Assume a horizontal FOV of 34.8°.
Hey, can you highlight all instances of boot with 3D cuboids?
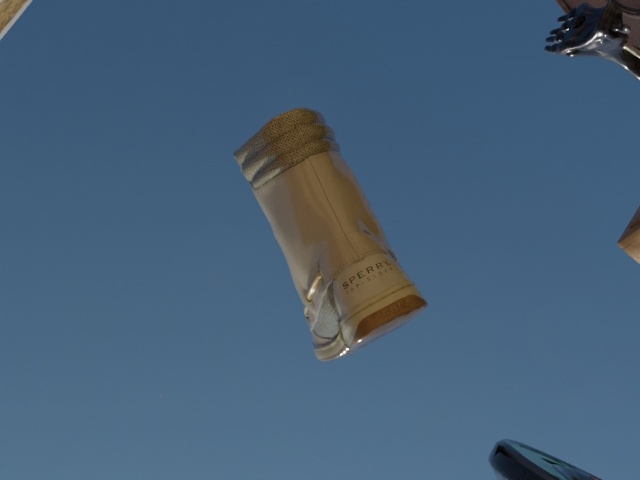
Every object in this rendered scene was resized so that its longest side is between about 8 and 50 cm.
[{"bbox_3d":[0.000,0.000,0.912,0.095,0.262,0.203,-28,-96,-8],"label":"boot"}]

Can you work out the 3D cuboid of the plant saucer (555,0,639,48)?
[{"bbox_3d":[0.332,-0.283,1.077,0.050,0.310,0.310,-43,-90,-13],"label":"plant saucer"}]

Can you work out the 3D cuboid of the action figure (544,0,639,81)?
[{"bbox_3d":[0.305,-0.112,0.709,0.276,0.141,0.164,31,-76,-11],"label":"action figure"}]

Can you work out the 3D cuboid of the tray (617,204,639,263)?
[{"bbox_3d":[0.459,-0.127,0.960,0.076,0.411,0.203,40,-123,0],"label":"tray"}]

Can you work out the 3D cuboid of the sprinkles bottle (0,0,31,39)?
[{"bbox_3d":[-0.220,-0.077,0.428,0.121,0.121,0.355,33,-107,-3],"label":"sprinkles bottle"}]

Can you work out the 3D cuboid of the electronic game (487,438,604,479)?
[{"bbox_3d":[0.196,0.167,0.549,0.229,0.229,0.048,26,-92,-4],"label":"electronic game"}]
